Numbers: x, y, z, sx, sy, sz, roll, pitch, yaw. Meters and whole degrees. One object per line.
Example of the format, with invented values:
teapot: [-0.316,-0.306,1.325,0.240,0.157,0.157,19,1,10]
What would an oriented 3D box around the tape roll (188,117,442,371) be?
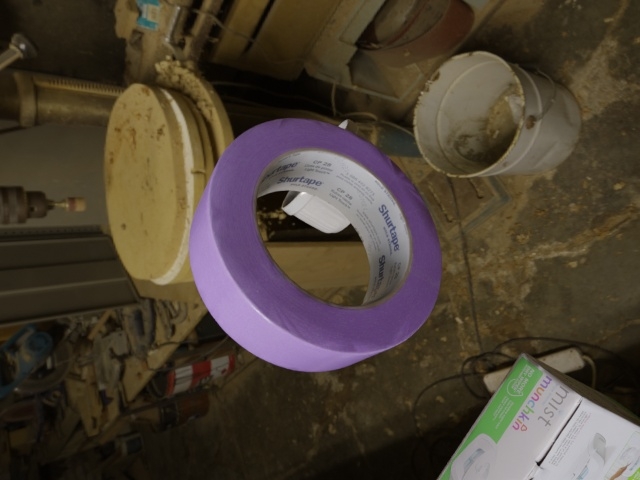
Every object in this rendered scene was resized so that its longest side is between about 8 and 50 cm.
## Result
tape roll: [0.000,0.000,0.498,0.090,0.274,0.275,-43,62,53]

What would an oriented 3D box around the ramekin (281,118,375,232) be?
ramekin: [0.030,-0.111,0.830,0.207,0.109,0.207,-50,14,17]

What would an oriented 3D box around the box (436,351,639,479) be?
box: [0.339,0.338,0.649,0.262,0.231,0.127,-60,19,7]
